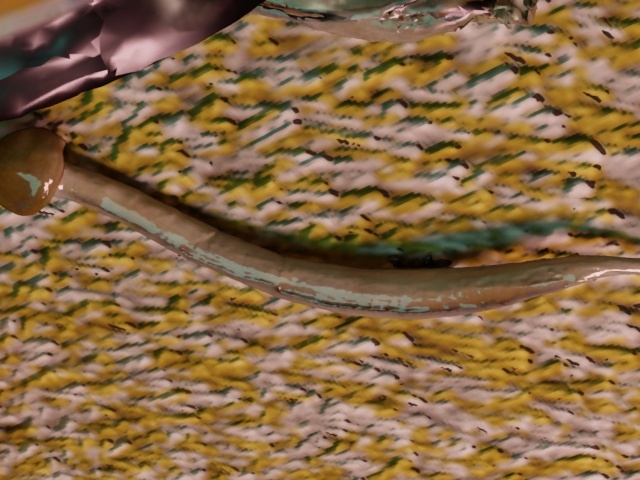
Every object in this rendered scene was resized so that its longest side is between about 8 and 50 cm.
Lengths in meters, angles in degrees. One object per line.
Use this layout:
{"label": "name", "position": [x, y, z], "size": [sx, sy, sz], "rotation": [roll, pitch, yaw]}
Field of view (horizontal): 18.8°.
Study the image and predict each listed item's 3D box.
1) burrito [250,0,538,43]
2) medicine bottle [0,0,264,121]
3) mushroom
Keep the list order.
{"label": "burrito", "position": [-0.027, -0.115, 0.725], "size": [0.229, 0.063, 0.058], "rotation": [17, 111, -4]}
{"label": "medicine bottle", "position": [-0.151, -0.231, 0.515], "size": [0.242, 0.242, 0.395], "rotation": [-9, 121, 21]}
{"label": "mushroom", "position": [-0.001, 0.003, 0.869], "size": [0.306, 0.043, 0.068], "rotation": [12, 163, -3]}
